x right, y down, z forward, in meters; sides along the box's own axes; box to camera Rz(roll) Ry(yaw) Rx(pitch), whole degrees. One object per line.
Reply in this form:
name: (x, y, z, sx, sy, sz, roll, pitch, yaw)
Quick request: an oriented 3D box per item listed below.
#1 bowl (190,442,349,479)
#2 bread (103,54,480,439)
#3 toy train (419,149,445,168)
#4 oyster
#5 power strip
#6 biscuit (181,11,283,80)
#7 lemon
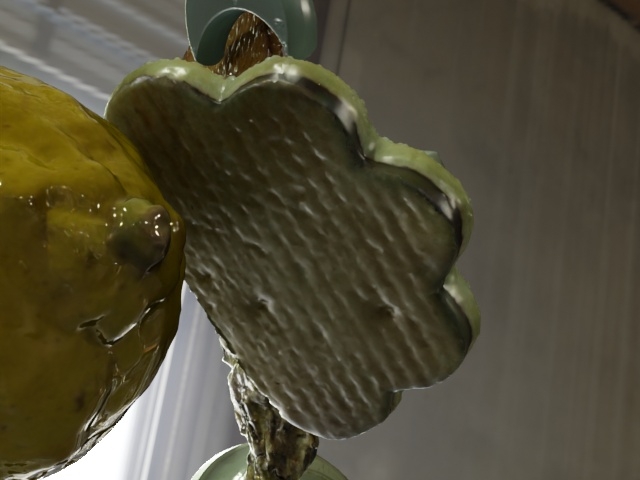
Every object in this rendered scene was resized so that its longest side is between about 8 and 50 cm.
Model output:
bowl: (-0.056, 0.446, 1.940, 0.307, 0.307, 0.163, 18, -28, -21)
bread: (0.000, 0.000, 0.787, 0.207, 0.056, 0.286, -13, -61, 30)
toy train: (0.048, -0.013, 1.431, 0.086, 0.407, 0.088, -13, -63, 31)
oyster: (-0.041, 0.150, 1.114, 0.108, 0.165, 0.053, -13, 8, 34)
power strip: (-0.104, -0.311, 1.663, 0.054, 0.167, 0.253, -15, 16, -38)
biscuit: (-0.138, -0.190, 1.765, 0.038, 0.305, 0.305, 18, -22, -32)
lemon: (-0.223, 0.028, 0.718, 0.316, 0.285, 0.285, 1, -21, 4)
